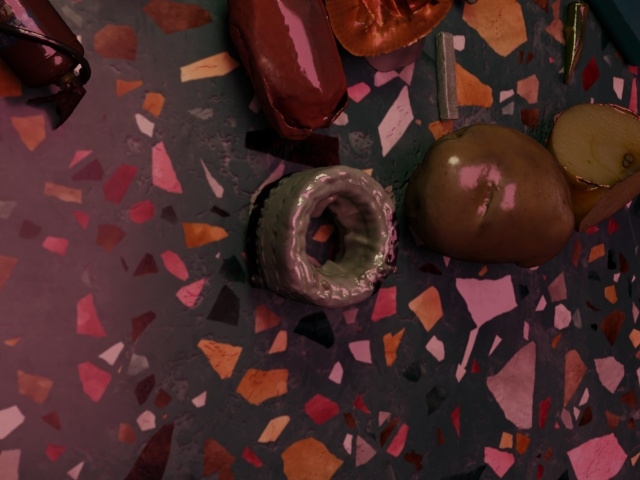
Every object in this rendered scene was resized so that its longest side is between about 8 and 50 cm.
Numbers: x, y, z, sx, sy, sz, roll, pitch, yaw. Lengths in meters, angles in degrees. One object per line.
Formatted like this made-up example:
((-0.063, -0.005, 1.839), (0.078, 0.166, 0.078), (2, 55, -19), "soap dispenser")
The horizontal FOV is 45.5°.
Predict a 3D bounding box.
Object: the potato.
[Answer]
((0.305, -0.080, 1.365), (0.326, 0.221, 0.243), (6, 74, -22), "potato")

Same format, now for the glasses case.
((0.657, -0.537, 1.704), (0.301, 0.070, 0.117), (46, 60, -21), "glasses case")

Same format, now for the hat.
((0.068, -0.466, 1.259), (0.244, 0.233, 0.233), (-11, 51, -23), "hat")

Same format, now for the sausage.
((-0.051, -0.298, 1.186), (0.152, 0.152, 0.279), (-27, 103, -31), "sausage")

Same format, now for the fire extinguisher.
((-0.413, -0.296, 0.966), (0.341, 0.141, 0.105), (56, 35, -27), "fire extinguisher")

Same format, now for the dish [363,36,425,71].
((0.133, -0.399, 1.359), (0.191, 0.066, 0.190), (2, 87, -33), "dish")

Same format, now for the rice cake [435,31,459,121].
((0.240, -0.309, 1.446), (0.033, 0.029, 0.171), (-3, 89, -36), "rice cake")

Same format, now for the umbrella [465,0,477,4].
((0.264, -0.517, 1.451), (0.143, 0.067, 0.062), (62, 31, -8), "umbrella")

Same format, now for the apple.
((0.587, -0.155, 1.576), (0.346, 0.179, 0.254), (-25, 114, -33), "apple")

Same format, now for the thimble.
((0.000, 0.000, 1.209), (0.237, 0.150, 0.237), (1, 89, -32), "thimble")

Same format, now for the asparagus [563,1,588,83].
((0.546, -0.426, 1.640), (0.045, 0.041, 0.178), (8, 85, -24), "asparagus")
